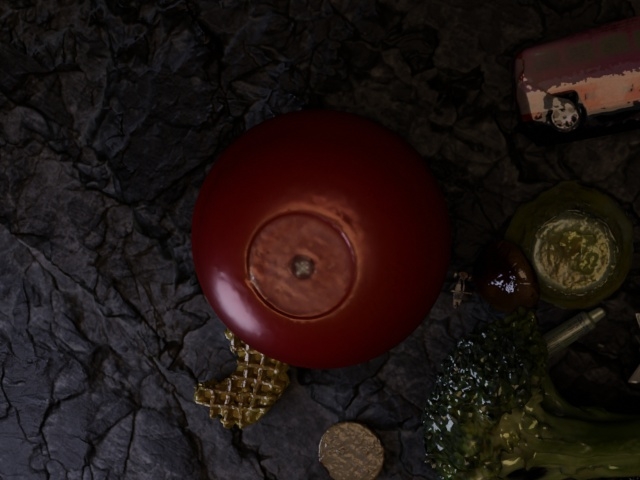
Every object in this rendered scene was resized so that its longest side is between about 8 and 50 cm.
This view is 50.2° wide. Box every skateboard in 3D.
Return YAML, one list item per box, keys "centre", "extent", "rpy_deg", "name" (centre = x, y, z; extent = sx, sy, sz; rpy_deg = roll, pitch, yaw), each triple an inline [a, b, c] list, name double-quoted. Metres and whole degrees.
- centre: [0.215, 0.085, 1.059]
  extent: [0.032, 0.083, 0.064]
  rpy_deg: [12, 102, 10]
  name: "skateboard"

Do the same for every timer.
- centre: [0.000, 0.000, 0.996]
  extent: [0.377, 0.279, 0.378]
  rpy_deg: [2, 102, 11]
  name: "timer"

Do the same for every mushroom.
- centre: [0.277, 0.059, 1.029]
  extent: [0.052, 0.123, 0.123]
  rpy_deg: [-25, 93, -24]
  name: "mushroom"

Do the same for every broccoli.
- centre: [0.334, 0.247, 0.962]
  extent: [0.397, 0.353, 0.275]
  rpy_deg: [-18, 51, 31]
  name: "broccoli"

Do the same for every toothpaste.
- centre: [0.357, 0.163, 1.068]
  extent: [0.197, 0.029, 0.048]
  rpy_deg: [-39, 88, 19]
  name: "toothpaste"

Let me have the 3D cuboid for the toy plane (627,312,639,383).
- centre: [0.584, 0.165, 0.980]
  extent: [0.255, 0.101, 0.251]
  rpy_deg: [0, 111, 13]
  name: "toy plane"

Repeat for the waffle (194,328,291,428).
- centre: [-0.137, 0.234, 1.179]
  extent: [0.149, 0.051, 0.194]
  rpy_deg: [42, 110, 4]
  name: "waffle"

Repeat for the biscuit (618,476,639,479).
- centre: [0.555, 0.379, 1.045]
  extent: [0.194, 0.053, 0.195]
  rpy_deg: [2, 100, 13]
  name: "biscuit"

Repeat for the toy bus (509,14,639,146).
- centre: [0.416, -0.223, 0.941]
  extent: [0.302, 0.127, 0.147]
  rpy_deg: [-11, 93, 14]
  name: "toy bus"

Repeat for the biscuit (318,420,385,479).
- centre: [0.053, 0.366, 1.175]
  extent: [0.120, 0.015, 0.120]
  rpy_deg: [2, 99, 12]
  name: "biscuit"

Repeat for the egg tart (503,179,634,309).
- centre: [0.375, 0.013, 1.015]
  extent: [0.197, 0.078, 0.197]
  rpy_deg: [2, 101, 10]
  name: "egg tart"
